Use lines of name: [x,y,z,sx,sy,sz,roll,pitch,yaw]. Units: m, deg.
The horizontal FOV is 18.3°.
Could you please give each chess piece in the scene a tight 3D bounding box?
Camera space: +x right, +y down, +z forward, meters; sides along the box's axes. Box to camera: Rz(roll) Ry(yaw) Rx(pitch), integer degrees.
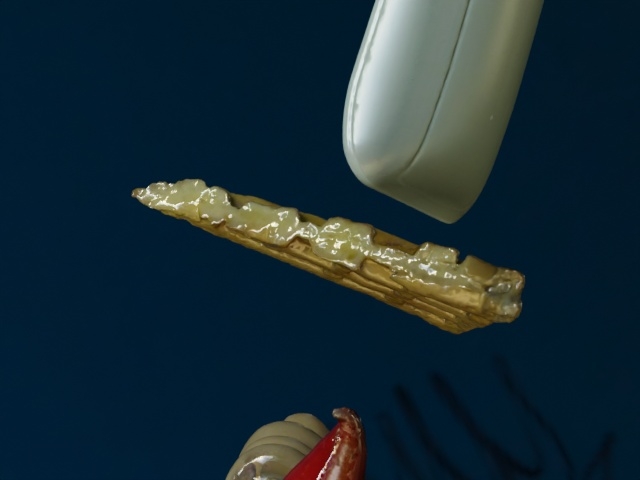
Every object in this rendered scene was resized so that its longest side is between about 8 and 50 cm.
chess piece: [-0.029,0.219,1.533,0.124,0.139,0.307,-44,4,16]

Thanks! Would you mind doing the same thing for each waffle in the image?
waffle: [0.000,0.000,1.000,0.191,0.032,0.125,21,-6,-7]

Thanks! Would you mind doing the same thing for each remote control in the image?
remote control: [0.085,-0.155,0.915,0.103,0.051,0.293,22,-98,-56]

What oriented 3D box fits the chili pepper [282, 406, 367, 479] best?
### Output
chili pepper: [-0.020,0.283,1.069,0.092,0.368,0.137,5,-20,-26]
